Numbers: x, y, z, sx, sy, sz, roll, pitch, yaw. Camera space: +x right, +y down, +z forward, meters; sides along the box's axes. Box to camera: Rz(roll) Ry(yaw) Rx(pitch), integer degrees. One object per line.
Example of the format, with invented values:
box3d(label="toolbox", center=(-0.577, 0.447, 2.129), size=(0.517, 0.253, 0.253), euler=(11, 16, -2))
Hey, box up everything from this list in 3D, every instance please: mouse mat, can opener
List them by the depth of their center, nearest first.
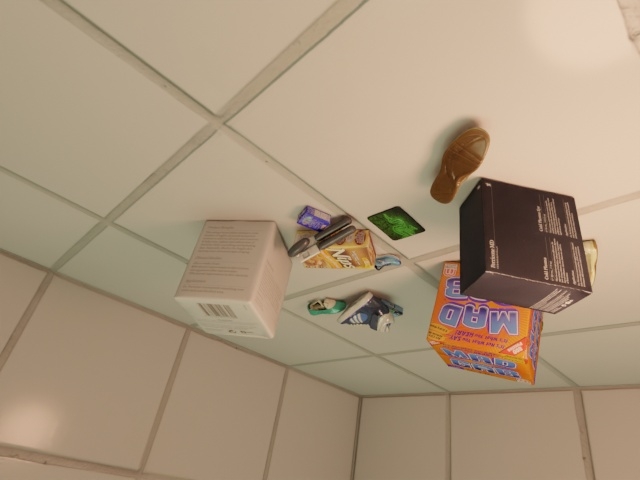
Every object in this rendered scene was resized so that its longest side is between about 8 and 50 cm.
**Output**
box3d(label="mouse mat", center=(0.292, -0.062, 1.594), size=(0.152, 0.007, 0.189), euler=(-21, 138, 41))
box3d(label="can opener", center=(0.000, 0.000, 1.617), size=(0.283, 0.076, 0.095), euler=(-30, 169, 22))

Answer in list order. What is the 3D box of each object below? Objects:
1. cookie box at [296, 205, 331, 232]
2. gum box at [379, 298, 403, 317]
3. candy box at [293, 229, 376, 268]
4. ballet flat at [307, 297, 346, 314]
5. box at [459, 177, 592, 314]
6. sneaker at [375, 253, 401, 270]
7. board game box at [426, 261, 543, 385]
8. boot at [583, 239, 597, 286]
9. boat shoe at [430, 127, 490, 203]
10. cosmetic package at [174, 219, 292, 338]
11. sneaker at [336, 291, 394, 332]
box3d(label="cookie box", center=(-0.026, -0.083, 1.623), size=(0.107, 0.040, 0.092), euler=(22, 147, -18))
box3d(label="gum box", center=(0.331, 0.385, 2.269), size=(0.157, 0.041, 0.184), euler=(27, 146, -23))
box3d(label="candy box", center=(0.063, 0.040, 1.750), size=(0.316, 0.088, 0.183), euler=(0, 147, 18))
box3d(label="ballet flat", center=(0.024, 0.365, 2.303), size=(0.247, 0.083, 0.087), euler=(-16, 126, 34))
box3d(label="box", center=(0.617, 0.015, 1.295), size=(0.312, 0.343, 0.179), euler=(13, 149, -2))
box3d(label="sneaker", center=(0.269, 0.103, 1.801), size=(0.162, 0.073, 0.063), euler=(0, 147, 17))
box3d(label="board game box", center=(0.696, 0.337, 1.716), size=(0.356, 0.357, 0.356), euler=(3, 150, 35))
box3d(label="boot", center=(0.928, 0.095, 1.546), size=(0.165, 0.077, 0.213), euler=(-2, 123, 23))
box3d(label="boat shoe", center=(0.411, -0.229, 1.225), size=(0.104, 0.089, 0.285), euler=(36, 147, 9))
box3d(label="cosmetic package", center=(-0.345, 0.162, 1.764), size=(0.329, 0.394, 0.327), euler=(2, 144, 15))
box3d(label="sneaker", center=(0.248, 0.427, 2.190), size=(0.236, 0.130, 0.323), euler=(45, 134, 3))
